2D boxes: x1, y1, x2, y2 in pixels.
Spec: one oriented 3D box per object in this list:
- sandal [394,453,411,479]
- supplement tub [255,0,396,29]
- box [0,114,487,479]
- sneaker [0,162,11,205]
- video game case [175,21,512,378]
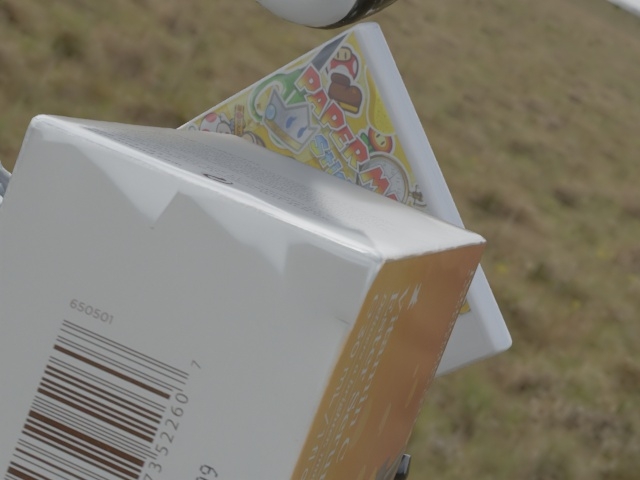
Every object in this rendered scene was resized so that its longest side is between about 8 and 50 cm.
[{"bbox_3d":[-0.010,0.089,0.828,0.067,0.040,0.179,12,-11,-24],"label":"sandal"},{"bbox_3d":[0.083,-0.303,1.236,0.338,0.207,0.207,-34,51,-28],"label":"supplement tub"},{"bbox_3d":[-0.029,0.043,0.486,0.091,0.130,0.170,22,7,12],"label":"box"},{"bbox_3d":[-0.201,-0.036,0.984,0.366,0.210,0.137,25,12,-1],"label":"sneaker"},{"bbox_3d":[0.000,0.000,1.184,0.026,0.206,0.227,-16,82,-52],"label":"video game case"}]
